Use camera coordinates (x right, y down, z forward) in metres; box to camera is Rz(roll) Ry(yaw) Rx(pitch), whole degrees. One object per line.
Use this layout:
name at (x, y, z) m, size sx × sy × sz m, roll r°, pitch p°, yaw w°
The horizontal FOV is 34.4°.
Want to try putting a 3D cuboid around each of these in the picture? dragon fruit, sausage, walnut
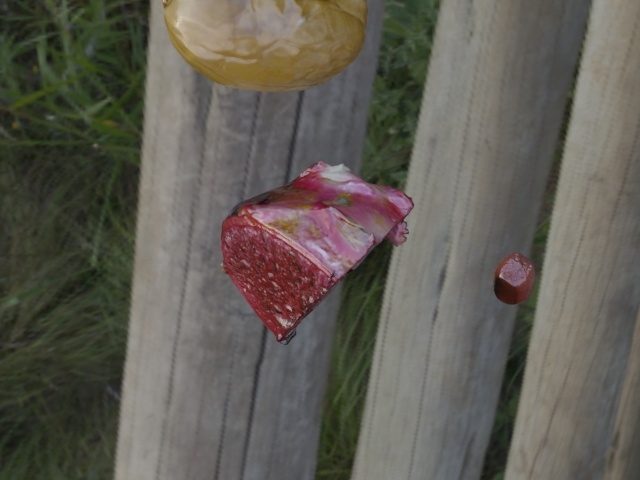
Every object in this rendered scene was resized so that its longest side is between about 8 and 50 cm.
dragon fruit at (-0.003, -0.011, 1.008) m, size 0.126 × 0.161 × 0.274 m, roll 50°, pitch 158°, yaw 6°
sausage at (0.283, 0.055, 1.507) m, size 0.059 × 0.054 × 0.094 m, roll 29°, pitch 157°, yaw 21°
walnut at (-0.050, -0.221, 1.002) m, size 0.159 × 0.207 × 0.159 m, roll 179°, pitch 90°, yaw -67°
